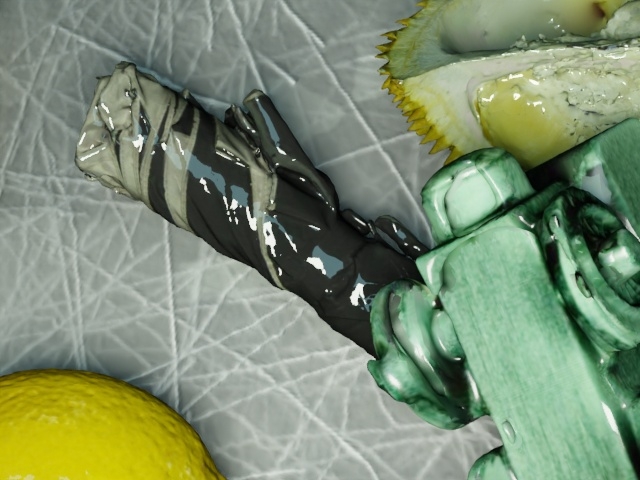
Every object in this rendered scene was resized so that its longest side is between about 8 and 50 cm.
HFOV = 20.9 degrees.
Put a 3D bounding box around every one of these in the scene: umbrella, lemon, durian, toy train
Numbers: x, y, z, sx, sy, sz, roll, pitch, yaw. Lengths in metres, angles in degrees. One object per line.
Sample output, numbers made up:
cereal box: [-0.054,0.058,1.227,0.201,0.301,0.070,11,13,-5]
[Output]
umbrella: [0.001,-0.001,1.146,0.357,0.113,0.106,33,80,6]
lemon: [-0.170,0.169,1.082,0.244,0.187,0.187,-5,77,2]
durian: [0.192,-0.121,1.115,0.306,0.166,0.172,3,76,7]
toy train: [0.163,0.078,1.022,0.167,0.238,0.299,-27,89,31]
